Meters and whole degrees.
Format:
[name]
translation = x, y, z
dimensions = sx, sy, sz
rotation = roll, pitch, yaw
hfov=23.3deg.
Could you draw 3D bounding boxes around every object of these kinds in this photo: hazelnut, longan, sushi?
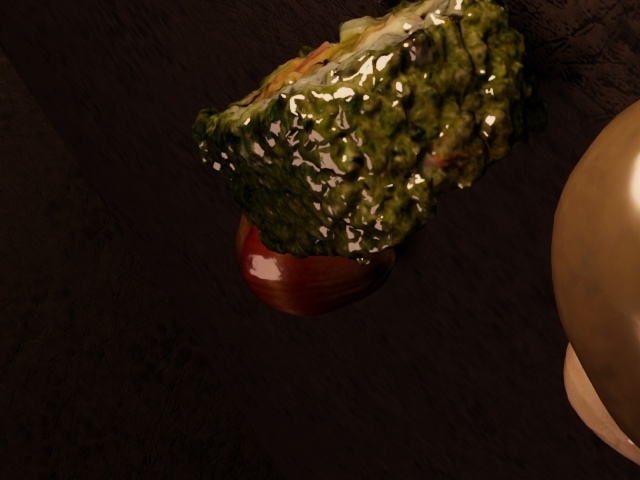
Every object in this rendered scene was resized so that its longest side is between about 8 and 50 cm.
[hazelnut]
translation = 0.000, 0.000, 2.052
dimensions = 0.229, 0.229, 0.229
rotation = 43, 160, 20
[longan]
translation = 0.342, 0.038, 1.159
dimensions = 0.361, 0.361, 0.361
rotation = 43, 160, 20
[sushi]
translation = 0.057, -0.122, 1.527
dimensions = 0.178, 0.294, 0.352
rotation = 58, 158, -12

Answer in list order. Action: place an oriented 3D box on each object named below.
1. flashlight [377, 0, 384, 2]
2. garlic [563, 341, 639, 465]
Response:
[flashlight]
translation = 0.069, -0.280, 1.627
dimensions = 0.018, 0.018, 0.083
rotation = 46, 160, 13
[garlic]
translation = 0.381, 0.172, 1.437
dimensions = 0.340, 0.231, 0.246
rotation = 52, 159, 13
